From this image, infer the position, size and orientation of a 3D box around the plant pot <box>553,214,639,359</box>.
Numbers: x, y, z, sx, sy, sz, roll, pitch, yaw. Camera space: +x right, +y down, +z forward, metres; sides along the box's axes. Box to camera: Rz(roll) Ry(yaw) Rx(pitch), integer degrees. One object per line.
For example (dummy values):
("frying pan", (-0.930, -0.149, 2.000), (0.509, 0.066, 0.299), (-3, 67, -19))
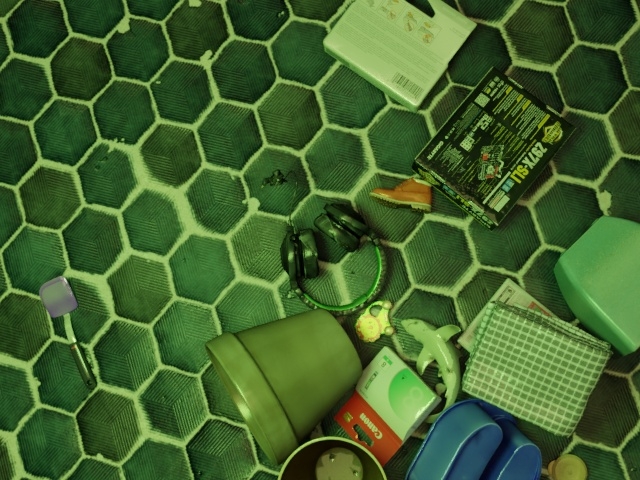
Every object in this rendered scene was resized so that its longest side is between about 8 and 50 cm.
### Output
("plant pot", (0.676, 0.088, 1.657), (0.248, 0.247, 0.252), (-44, 73, -1))

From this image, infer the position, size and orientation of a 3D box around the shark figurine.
("shark figurine", (0.304, 0.303, 1.734), (0.166, 0.116, 0.278), (-24, 71, 36))

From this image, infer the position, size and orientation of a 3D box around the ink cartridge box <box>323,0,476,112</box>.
("ink cartridge box", (0.200, -0.513, 1.854), (0.296, 0.066, 0.261), (37, 87, 8))

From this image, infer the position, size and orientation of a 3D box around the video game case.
("video game case", (0.463, 0.225, 1.763), (0.183, 0.023, 0.201), (40, 87, 8))

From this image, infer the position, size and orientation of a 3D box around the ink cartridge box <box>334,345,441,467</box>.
("ink cartridge box", (0.146, 0.390, 1.712), (0.225, 0.056, 0.181), (-49, 56, 3))

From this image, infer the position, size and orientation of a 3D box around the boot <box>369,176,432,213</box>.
("boot", (0.201, -0.121, 1.814), (0.158, 0.059, 0.085), (10, 81, -2))

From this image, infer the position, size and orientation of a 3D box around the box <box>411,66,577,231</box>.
("box", (0.419, -0.225, 1.779), (0.257, 0.079, 0.322), (39, 82, 6))

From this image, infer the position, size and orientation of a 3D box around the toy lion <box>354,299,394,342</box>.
("toy lion", (0.131, 0.199, 1.794), (0.096, 0.034, 0.100), (-5, 82, 12))

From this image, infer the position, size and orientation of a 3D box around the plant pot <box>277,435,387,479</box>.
("plant pot", (0.036, 0.547, 1.645), (0.237, 0.254, 0.237), (-1, 82, 5))

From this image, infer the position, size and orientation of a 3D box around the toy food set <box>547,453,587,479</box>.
("toy food set", (0.584, 0.544, 1.714), (0.083, 0.020, 0.082), (-33, 82, 0))

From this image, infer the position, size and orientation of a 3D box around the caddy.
("caddy", (0.338, 0.531, 1.663), (0.241, 0.179, 0.341), (30, 87, -14))

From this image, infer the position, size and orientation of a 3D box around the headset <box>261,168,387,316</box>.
("headset", (0.000, 0.000, 1.750), (0.243, 0.185, 0.394), (-34, 93, 0))

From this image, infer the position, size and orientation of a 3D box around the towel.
("towel", (0.477, 0.285, 1.650), (0.283, 0.121, 0.235), (22, 108, 15))

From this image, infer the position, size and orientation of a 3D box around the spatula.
("spatula", (-0.633, 0.239, 1.856), (0.084, 0.030, 0.296), (-23, 82, 3))

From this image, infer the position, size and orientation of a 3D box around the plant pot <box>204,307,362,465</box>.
("plant pot", (-0.068, 0.306, 1.683), (0.280, 0.323, 0.323), (-29, 81, -17))
